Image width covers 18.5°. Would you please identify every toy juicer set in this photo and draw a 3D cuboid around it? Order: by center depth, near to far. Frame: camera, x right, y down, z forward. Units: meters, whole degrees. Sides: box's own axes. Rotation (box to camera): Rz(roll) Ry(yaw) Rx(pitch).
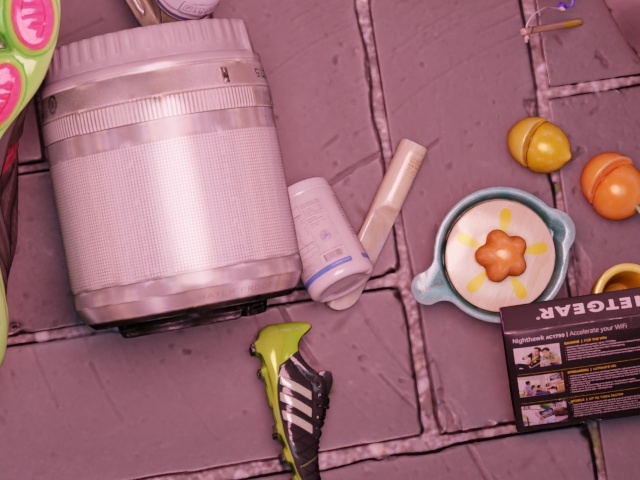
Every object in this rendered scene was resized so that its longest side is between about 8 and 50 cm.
[{"bbox_3d":[0.178,-0.022,1.943,0.329,0.089,0.209,4,88,-4],"label":"toy juicer set"}]

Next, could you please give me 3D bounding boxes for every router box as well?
[{"bbox_3d":[0.271,0.115,1.921,0.179,0.046,0.133,-8,127,4],"label":"router box"}]

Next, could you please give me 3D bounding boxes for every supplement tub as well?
[{"bbox_3d":[0.000,0.000,1.922,0.071,0.071,0.107,-25,71,-5],"label":"supplement tub"}]

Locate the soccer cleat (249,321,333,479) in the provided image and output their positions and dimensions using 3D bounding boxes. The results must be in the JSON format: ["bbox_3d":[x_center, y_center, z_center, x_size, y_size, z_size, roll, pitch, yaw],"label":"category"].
[{"bbox_3d":[-0.017,0.167,1.936,0.072,0.060,0.179,-14,87,-7],"label":"soccer cleat"}]

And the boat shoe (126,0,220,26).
[{"bbox_3d":[-0.195,-0.332,1.910,0.109,0.094,0.302,-10,68,-42],"label":"boat shoe"}]

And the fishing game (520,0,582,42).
[{"bbox_3d":[0.229,-0.336,1.929,0.041,0.189,0.264,8,108,30],"label":"fishing game"}]

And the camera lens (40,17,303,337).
[{"bbox_3d":[-0.142,-0.054,1.850,0.219,0.219,0.274,-11,89,-5],"label":"camera lens"}]

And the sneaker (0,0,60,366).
[{"bbox_3d":[-0.355,-0.094,1.816,0.185,0.202,0.483,8,104,-17],"label":"sneaker"}]

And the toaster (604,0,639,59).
[{"bbox_3d":[0.368,-0.241,1.938,0.129,0.146,0.227,-34,91,-6],"label":"toaster"}]
